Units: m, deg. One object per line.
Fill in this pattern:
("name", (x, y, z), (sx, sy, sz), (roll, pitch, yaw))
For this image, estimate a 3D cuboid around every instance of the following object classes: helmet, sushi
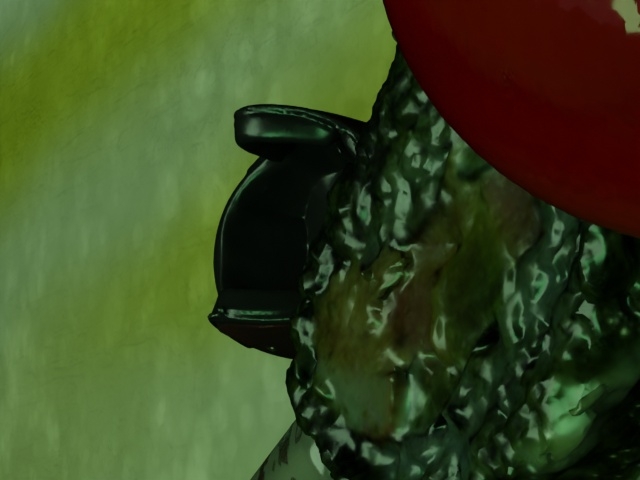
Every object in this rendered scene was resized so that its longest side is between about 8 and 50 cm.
("helmet", (0.000, 0.000, 1.344), (0.216, 0.193, 0.189), (-13, 67, 54))
("sushi", (0.134, 0.028, 1.096), (0.352, 0.178, 0.294), (-63, 37, 31))

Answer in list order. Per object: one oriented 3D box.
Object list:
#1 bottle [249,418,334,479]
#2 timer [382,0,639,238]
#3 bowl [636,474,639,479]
("bottle", (0.021, 0.176, 1.372), (0.233, 0.110, 0.110), (-56, 39, 44))
("timer", (0.209, -0.129, 0.748), (0.378, 0.378, 0.279), (32, 111, 60))
("bowl", (0.278, 0.208, 0.780), (0.313, 0.146, 0.313), (-13, 52, 18))
